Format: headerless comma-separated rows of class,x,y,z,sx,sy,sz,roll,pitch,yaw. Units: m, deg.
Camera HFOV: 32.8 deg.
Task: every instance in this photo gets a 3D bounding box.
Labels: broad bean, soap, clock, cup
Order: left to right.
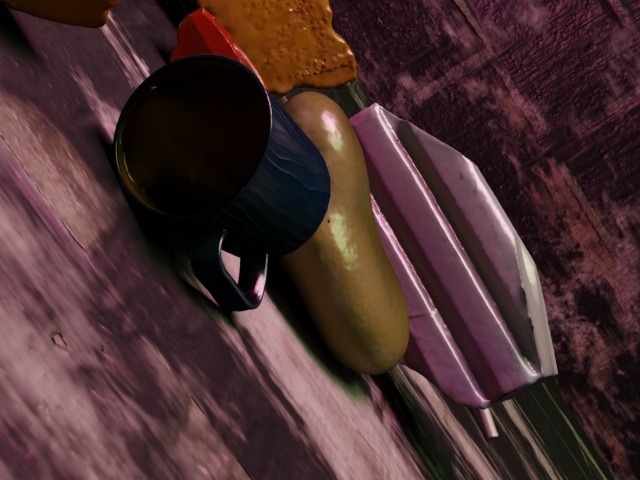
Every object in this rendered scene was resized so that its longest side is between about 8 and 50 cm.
cup,-0.071,-0.036,0.770,0.113,0.150,0.138,25,-6,24
clock,-0.095,-0.161,1.094,0.113,0.061,0.155,58,7,3
soap,-0.080,-0.326,1.140,0.338,0.169,0.304,59,-9,7
broad bean,0.000,0.000,0.968,0.189,0.121,0.263,-100,171,-76
soap,0.105,0.022,1.100,0.324,0.193,0.109,61,11,16

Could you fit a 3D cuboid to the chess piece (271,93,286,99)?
chess piece,-0.070,-0.215,1.349,0.066,0.066,0.122,54,7,-19

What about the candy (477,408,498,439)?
candy,0.182,0.105,1.528,0.124,0.124,0.365,37,34,-62

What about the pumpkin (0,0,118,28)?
pumpkin,-0.218,-0.251,0.598,0.290,0.095,0.258,-2,75,-72
